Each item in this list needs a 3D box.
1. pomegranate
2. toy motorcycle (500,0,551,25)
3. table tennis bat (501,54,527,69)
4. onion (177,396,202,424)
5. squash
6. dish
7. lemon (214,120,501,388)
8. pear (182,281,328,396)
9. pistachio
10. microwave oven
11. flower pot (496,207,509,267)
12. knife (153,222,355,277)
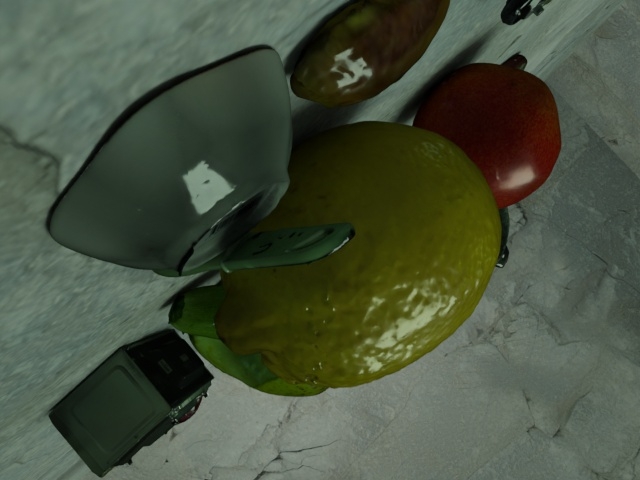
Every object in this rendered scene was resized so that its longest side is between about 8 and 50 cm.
[{"bbox_3d":[0.257,-0.167,0.918,0.221,0.221,0.256,-47,-172,52],"label":"pomegranate"},{"bbox_3d":[0.262,-0.300,0.580,0.152,0.073,0.225,-42,177,-12],"label":"toy motorcycle"},{"bbox_3d":[0.315,-0.270,1.410,0.415,0.051,0.268,-45,172,13],"label":"table tennis bat"},{"bbox_3d":[-0.288,0.259,1.119,0.150,0.150,0.140,-43,-154,16],"label":"onion"},{"bbox_3d":[-0.077,0.111,0.870,0.293,0.082,0.082,14,134,-39],"label":"squash"},{"bbox_3d":[-0.073,-0.032,0.393,0.191,0.066,0.190,-40,175,-4],"label":"dish"},{"bbox_3d":[0.035,0.014,0.598,0.320,0.245,0.245,-31,171,-25],"label":"lemon"},{"bbox_3d":[-0.089,0.172,1.057,0.292,0.292,0.159,-45,-177,37],"label":"pear"},{"bbox_3d":[0.048,-0.143,0.447,0.173,0.049,0.089,-38,175,-27],"label":"pistachio"},{"bbox_3d":[-0.266,0.236,0.907,0.163,0.129,0.205,-41,176,6],"label":"microwave oven"},{"bbox_3d":[0.235,-0.045,1.279,0.299,0.299,0.283,-40,-167,-13],"label":"flower pot"},{"bbox_3d":[-0.070,0.009,0.463,0.043,0.019,0.293,-44,-160,-29],"label":"knife"}]
